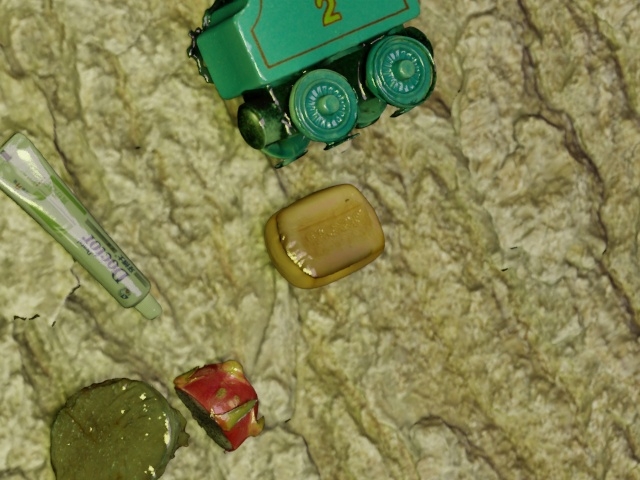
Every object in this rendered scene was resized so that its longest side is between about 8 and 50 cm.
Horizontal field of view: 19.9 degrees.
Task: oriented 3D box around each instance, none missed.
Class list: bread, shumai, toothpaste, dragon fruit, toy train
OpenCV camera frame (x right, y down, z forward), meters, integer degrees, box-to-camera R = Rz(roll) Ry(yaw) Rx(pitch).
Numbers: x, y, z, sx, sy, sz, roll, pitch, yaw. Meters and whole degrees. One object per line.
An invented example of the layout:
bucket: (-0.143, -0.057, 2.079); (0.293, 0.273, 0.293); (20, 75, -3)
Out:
bread: (0.000, 0.000, 1.628); (0.115, 0.056, 0.082); (-30, 85, -39)
shumai: (-0.161, 0.166, 1.527); (0.087, 0.124, 0.099); (5, 62, -68)
toothpaste: (-0.202, -0.005, 1.529); (0.197, 0.029, 0.048); (49, 67, -17)
dragon fruit: (-0.080, 0.140, 1.578); (0.056, 0.060, 0.083); (-38, 105, -21)
toy train: (-0.001, -0.166, 1.600); (0.203, 0.112, 0.163); (-27, 97, -30)
